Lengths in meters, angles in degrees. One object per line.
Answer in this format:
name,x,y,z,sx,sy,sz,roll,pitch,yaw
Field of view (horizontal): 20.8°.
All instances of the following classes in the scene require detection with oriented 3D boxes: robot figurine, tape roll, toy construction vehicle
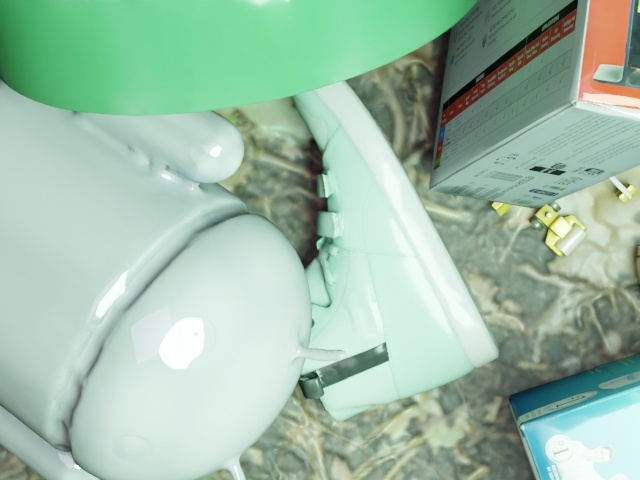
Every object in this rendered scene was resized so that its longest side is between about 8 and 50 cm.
robot figurine,-0.151,0.024,1.137,0.353,0.200,0.300,36,121,17
tape roll,-0.058,-0.181,1.096,0.321,0.321,0.077,-8,118,3
toy construction vehicle,0.161,-0.043,1.222,0.086,0.035,0.098,-43,88,2

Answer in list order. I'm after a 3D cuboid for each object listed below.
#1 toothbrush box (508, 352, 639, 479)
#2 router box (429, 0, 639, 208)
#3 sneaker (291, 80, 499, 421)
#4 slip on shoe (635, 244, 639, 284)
toothbrush box,0.282,0.118,1.123,0.295,0.216,0.126,-20,88,3
router box,0.159,-0.190,1.052,0.082,0.335,0.301,9,83,-8
sneaker,0.000,0.000,1.203,0.151,0.094,0.256,-28,87,6
slip on shoe,0.286,0.006,1.209,0.135,0.051,0.041,-16,91,11
